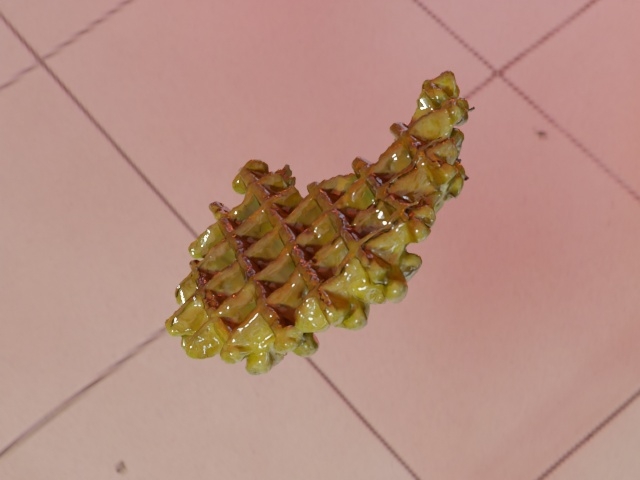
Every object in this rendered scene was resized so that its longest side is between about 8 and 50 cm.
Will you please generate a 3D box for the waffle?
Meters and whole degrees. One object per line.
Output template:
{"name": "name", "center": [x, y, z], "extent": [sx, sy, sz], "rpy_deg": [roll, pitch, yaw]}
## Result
{"name": "waffle", "center": [0.000, 0.000, 1.115], "extent": [0.293, 0.069, 0.260], "rpy_deg": [-21, 36, 39]}
